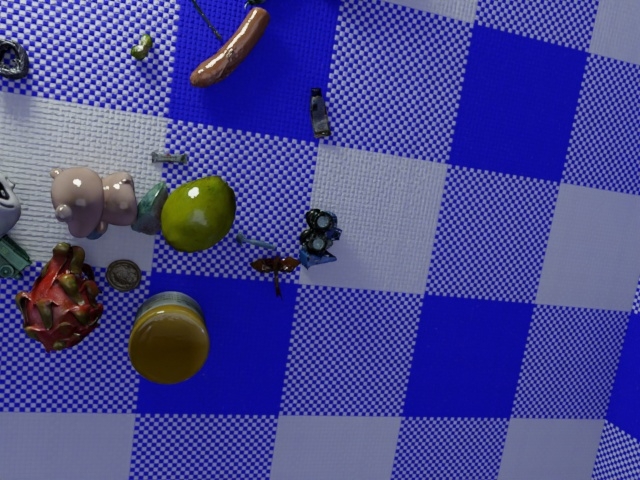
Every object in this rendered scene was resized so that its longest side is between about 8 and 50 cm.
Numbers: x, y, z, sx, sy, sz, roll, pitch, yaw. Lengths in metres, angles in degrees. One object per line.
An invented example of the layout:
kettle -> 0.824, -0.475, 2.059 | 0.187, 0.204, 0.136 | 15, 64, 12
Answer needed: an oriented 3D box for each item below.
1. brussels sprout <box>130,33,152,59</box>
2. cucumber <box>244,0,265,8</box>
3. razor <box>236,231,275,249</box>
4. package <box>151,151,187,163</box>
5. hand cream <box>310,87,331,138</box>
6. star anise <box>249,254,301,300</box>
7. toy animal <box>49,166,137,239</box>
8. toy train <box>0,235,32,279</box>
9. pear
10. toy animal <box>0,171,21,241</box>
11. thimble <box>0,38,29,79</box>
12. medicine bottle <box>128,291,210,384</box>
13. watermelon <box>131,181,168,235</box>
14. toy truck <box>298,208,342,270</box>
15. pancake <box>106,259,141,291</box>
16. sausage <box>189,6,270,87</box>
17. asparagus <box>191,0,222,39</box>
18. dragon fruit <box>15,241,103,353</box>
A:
brussels sprout -> -0.537, -0.584, 1.624 | 0.051, 0.046, 0.083 | 33, 90, 23
cucumber -> -0.151, -0.808, 1.689 | 0.250, 0.056, 0.056 | -45, 108, -4
razor -> -0.215, 0.010, 1.828 | 0.135, 0.068, 0.040 | 16, 98, -29
package -> -0.481, -0.263, 1.717 | 0.110, 0.015, 0.037 | 0, 105, -14
hand cream -> -0.004, -0.430, 1.811 | 0.062, 0.039, 0.163 | -14, 109, -15
star anise -> -0.153, 0.122, 1.829 | 0.140, 0.158, 0.144 | 20, 64, -51
toy animal -> -0.658, -0.118, 1.597 | 0.221, 0.210, 0.229 | -25, 140, -2
toy train -> -0.954, 0.042, 1.617 | 0.099, 0.070, 0.172 | -46, 107, -11
pear -> -0.378, -0.081, 1.681 | 0.212, 0.212, 0.269 | 40, 83, -18
toy animal -> -0.992, -0.131, 1.485 | 0.310, 0.251, 0.251 | 43, 87, -8
thimble -> -0.885, -0.515, 1.533 | 0.095, 0.066, 0.104 | -15, 101, -14
medicine bottle -> -0.478, 0.300, 1.710 | 0.238, 0.232, 0.237 | -3, 102, -15
watermelon -> -0.532, -0.099, 1.718 | 0.094, 0.081, 0.180 | 10, 104, -43
toy truck -> 0.000, 0.000, 1.850 | 0.126, 0.113, 0.208 | 14, 97, -19
pancake -> -0.638, 0.115, 1.746 | 0.115, 0.011, 0.114 | -2, 100, -13
sausage -> -0.277, -0.590, 1.681 | 0.326, 0.079, 0.087 | -48, 119, -1
asparagus -> -0.359, -0.694, 1.672 | 0.016, 0.013, 0.166 | -34, 107, 4
dragon fruit -> -0.765, 0.181, 1.623 | 0.243, 0.227, 0.307 | 39, 75, -20
